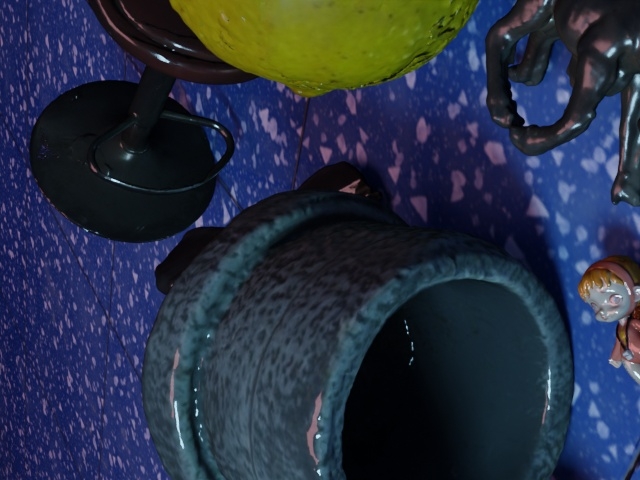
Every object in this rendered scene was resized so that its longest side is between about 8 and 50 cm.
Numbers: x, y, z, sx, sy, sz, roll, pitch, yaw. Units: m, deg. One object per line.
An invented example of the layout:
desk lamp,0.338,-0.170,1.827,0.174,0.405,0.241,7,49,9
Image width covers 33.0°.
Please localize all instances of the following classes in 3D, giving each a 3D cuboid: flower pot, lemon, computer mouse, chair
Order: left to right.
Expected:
chair,-0.162,-0.187,1.112,0.226,0.226,0.401,68,150,21
computer mouse,0.000,0.000,1.040,0.106,0.062,0.192,68,152,20
lemon,0.001,-0.250,0.746,0.258,0.258,0.310,28,130,56
flower pot,0.018,0.117,0.838,0.283,0.299,0.299,13,111,51

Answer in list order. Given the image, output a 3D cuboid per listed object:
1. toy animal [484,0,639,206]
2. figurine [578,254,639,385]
toy animal,0.175,-0.122,0.673,0.148,0.084,0.233,-58,40,29
figurine,0.205,0.061,0.695,0.064,0.047,0.109,-36,76,52
